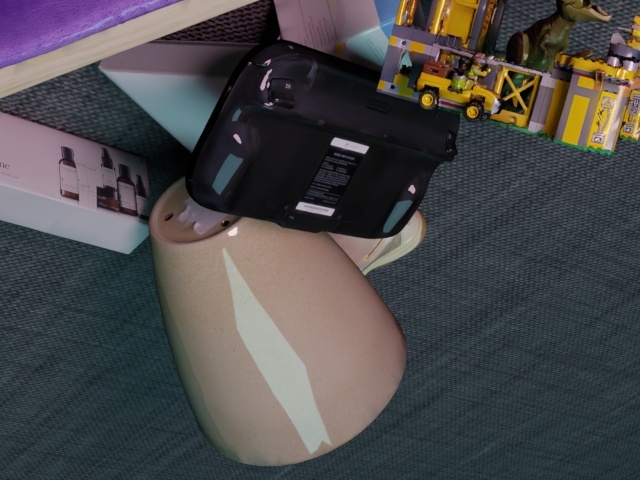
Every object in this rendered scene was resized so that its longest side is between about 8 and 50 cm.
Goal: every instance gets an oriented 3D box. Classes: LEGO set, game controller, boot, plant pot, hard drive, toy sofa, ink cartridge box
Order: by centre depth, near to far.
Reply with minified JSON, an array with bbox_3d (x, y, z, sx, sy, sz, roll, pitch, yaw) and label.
[{"bbox_3d":[-0.169,-0.247,1.065,0.363,0.150,0.177,-19,148,10],"label":"toy sofa"},{"bbox_3d":[0.184,-0.196,1.099,0.255,0.192,0.331,19,-167,24],"label":"LEGO set"},{"bbox_3d":[0.011,-0.084,1.229,0.319,0.067,0.166,11,122,-51],"label":"game controller"},{"bbox_3d":[0.025,-0.197,1.262,0.143,0.090,0.092,-21,147,15],"label":"ink cartridge box"},{"bbox_3d":[-0.059,-0.104,1.339,0.203,0.040,0.307,7,158,31],"label":"hard drive"},{"bbox_3d":[-0.069,0.057,1.415,0.257,0.256,0.274,-18,128,9],"label":"plant pot"},{"bbox_3d":[0.000,0.000,1.572,0.213,0.077,0.165,-33,143,21],"label":"boot"}]

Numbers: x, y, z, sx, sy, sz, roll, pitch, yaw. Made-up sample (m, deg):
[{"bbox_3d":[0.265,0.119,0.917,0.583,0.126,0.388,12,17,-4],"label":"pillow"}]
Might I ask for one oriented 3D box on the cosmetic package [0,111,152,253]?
[{"bbox_3d":[-0.288,-0.066,1.355,0.239,0.098,0.060,16,136,-38],"label":"cosmetic package"}]
